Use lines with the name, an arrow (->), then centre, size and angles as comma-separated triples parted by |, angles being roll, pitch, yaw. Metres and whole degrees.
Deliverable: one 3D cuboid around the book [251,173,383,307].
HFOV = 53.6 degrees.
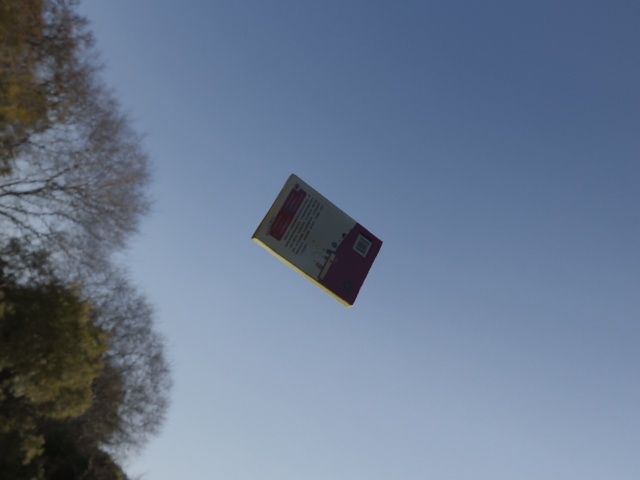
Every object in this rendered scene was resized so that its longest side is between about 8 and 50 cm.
book -> 0.000, 0.000, 1.204 | 0.232, 0.162, 0.022 | 36, -30, -14
